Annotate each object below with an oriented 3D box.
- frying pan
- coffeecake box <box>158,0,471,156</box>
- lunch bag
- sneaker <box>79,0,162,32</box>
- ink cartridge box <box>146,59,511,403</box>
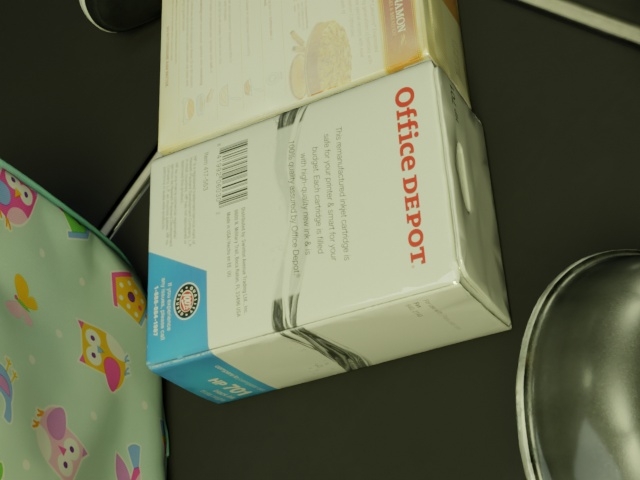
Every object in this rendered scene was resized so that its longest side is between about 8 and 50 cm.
[{"bbox_3d":[0.163,0.143,0.427,0.053,0.197,0.326,-40,43,46],"label":"frying pan"},{"bbox_3d":[-0.008,-0.127,0.748,0.185,0.068,0.142,-17,58,24],"label":"coffeecake box"},{"bbox_3d":[-0.183,0.097,0.639,0.108,0.224,0.279,-20,58,21],"label":"lunch bag"},{"bbox_3d":[-0.075,-0.214,0.812,0.217,0.079,0.121,-42,36,4],"label":"sneaker"},{"bbox_3d":[0.000,0.000,0.668,0.190,0.082,0.140,-16,59,23],"label":"ink cartridge box"}]
